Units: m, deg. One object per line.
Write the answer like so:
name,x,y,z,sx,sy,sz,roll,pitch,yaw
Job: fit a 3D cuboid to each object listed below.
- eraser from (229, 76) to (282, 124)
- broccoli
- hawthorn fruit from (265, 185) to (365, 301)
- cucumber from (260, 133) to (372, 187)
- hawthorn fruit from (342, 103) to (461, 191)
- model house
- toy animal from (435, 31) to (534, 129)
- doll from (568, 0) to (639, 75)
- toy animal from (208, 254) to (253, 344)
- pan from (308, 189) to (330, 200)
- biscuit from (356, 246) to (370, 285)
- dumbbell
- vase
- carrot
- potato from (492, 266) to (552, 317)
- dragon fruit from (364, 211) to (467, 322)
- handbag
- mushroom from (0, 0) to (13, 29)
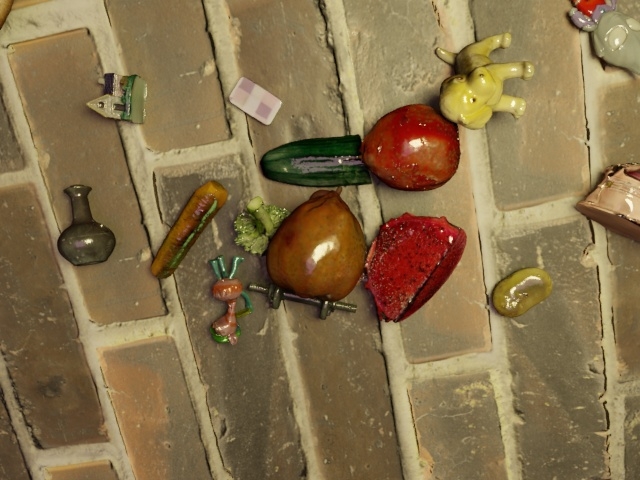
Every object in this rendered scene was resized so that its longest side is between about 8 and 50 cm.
eraser,-0.140,-0.303,1.039,0.105,0.026,0.065,33,105,-4
broccoli,-0.127,-0.043,1.013,0.123,0.204,0.118,14,71,1
hawthorn fruit,0.000,0.000,1.006,0.208,0.208,0.248,14,88,0
cucumber,-0.014,-0.166,1.046,0.244,0.063,0.115,-5,102,6
hawthorn fruit,0.163,-0.174,0.963,0.235,0.181,0.181,-12,102,-5
model house,-0.437,-0.308,1.023,0.100,0.088,0.100,9,99,0
toy animal,0.310,-0.309,0.918,0.169,0.233,0.121,3,137,6
doll,0.583,-0.412,0.952,0.102,0.075,0.227,-34,87,0
toy animal,-0.209,0.137,1.119,0.103,0.100,0.208,-9,102,-35
pan,0.020,-0.062,1.084,0.068,0.023,0.115,-35,98,9
biscuit,0.069,0.058,1.110,0.130,0.019,0.119,-22,100,8
dumbbell,-0.042,0.131,1.102,0.254,0.081,0.081,12,103,1
vase,-0.538,-0.036,1.083,0.120,0.120,0.182,-13,87,6
carrot,-0.304,-0.022,1.093,0.070,0.070,0.260,36,104,-5
potato,0.451,0.116,1.076,0.138,0.070,0.091,-36,97,8
dragon fruit,0.206,0.056,1.045,0.189,0.163,0.261,22,108,-31
handbag,0.650,-0.075,0.972,0.205,0.179,0.116,26,96,-4
mushroom,-0.720,-0.529,0.958,0.278,0.146,0.278,1,94,23
